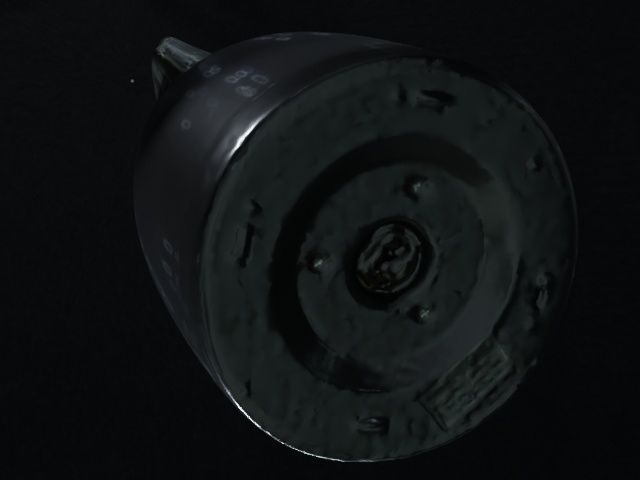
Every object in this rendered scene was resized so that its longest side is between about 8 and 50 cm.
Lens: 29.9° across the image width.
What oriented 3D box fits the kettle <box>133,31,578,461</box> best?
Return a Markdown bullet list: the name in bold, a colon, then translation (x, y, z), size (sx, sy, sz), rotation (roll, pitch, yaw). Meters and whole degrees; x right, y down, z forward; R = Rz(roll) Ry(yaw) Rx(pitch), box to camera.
- **kettle**: translation (0.000, 0.000, 0.714), size (0.207, 0.290, 0.268), rotation (-39, -64, -9)
